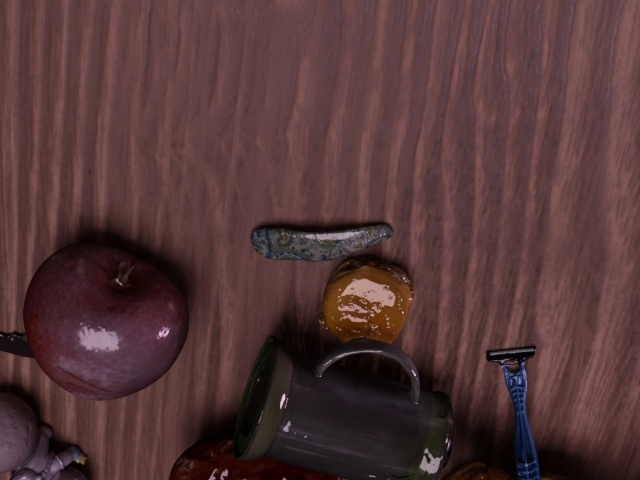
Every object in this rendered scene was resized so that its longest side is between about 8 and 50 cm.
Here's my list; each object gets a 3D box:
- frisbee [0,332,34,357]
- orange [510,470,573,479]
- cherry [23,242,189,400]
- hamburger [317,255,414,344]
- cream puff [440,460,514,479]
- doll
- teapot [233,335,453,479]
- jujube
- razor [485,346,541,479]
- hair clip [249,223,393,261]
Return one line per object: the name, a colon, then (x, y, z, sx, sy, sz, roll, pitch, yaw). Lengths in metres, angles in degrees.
frisbee: (-0.600, 0.159, 1.929, 0.211, 0.012, 0.187, -18, 113, 19)
orange: (0.333, 0.537, 1.845, 0.369, 0.271, 0.210, -20, 154, 21)
cherry: (-0.347, 0.136, 1.761, 0.261, 0.221, 0.307, 27, 137, -2)
hamburger: (0.071, 0.098, 1.741, 0.138, 0.083, 0.147, 25, 116, 0)
cream puff: (0.246, 0.424, 1.723, 0.165, 0.115, 0.150, -32, 123, -22)
doll: (-0.518, 0.400, 1.975, 0.151, 0.151, 0.287, -29, 113, 23)
teapot: (0.058, 0.270, 1.754, 0.337, 0.200, 0.270, 18, 119, -12)
jujube: (-0.109, 0.407, 1.882, 0.290, 0.197, 0.197, -7, 118, -2)
razor: (0.323, 0.299, 1.771, 0.082, 0.042, 0.253, -9, 78, 13)
hair clip: (-0.001, 0.001, 1.726, 0.229, 0.036, 0.066, -5, 124, 12)
